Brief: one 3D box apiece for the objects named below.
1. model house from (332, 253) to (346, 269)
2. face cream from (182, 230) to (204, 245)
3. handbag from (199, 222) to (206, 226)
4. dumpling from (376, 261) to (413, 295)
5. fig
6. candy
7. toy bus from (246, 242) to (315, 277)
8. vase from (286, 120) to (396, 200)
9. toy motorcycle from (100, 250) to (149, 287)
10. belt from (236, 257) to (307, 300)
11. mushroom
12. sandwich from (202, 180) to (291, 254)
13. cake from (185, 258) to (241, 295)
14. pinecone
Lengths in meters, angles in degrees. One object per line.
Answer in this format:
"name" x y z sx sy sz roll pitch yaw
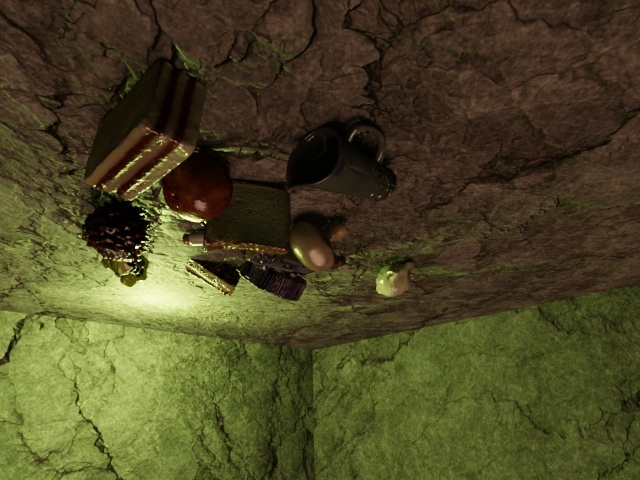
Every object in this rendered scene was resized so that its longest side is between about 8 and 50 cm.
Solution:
"model house" 0.068 0.096 1.984 0.057 0.058 0.083 -18 152 33
"face cream" -0.429 -0.009 1.712 0.182 0.051 0.072 -3 161 7
"handbag" -0.281 -0.064 1.511 0.255 0.088 0.211 2 177 -15
"dumpling" 0.357 0.172 2.101 0.193 0.147 0.258 -27 159 -21
"fig" -0.324 -0.152 1.235 0.205 0.205 0.205 -1 157 -1
"candy" -0.395 -0.235 1.018 0.321 0.179 0.135 -22 148 38
"toy bus" -0.135 0.057 1.776 0.097 0.137 0.343 -26 149 35
"vase" 0.087 -0.196 1.211 0.301 0.156 0.251 14 127 -45
"toy motorcycle" -0.781 0.084 1.809 0.206 0.142 0.342 36 160 10
"belt" -0.195 0.159 1.931 0.260 0.122 0.325 27 -178 28
"mushroom" -0.018 -0.001 1.635 0.207 0.209 0.206 24 175 2
"sandwich" -0.218 -0.066 1.366 0.251 0.226 0.087 5 159 -12
"cake" -0.477 0.132 2.064 0.246 0.135 0.112 33 137 -6
"pinecone" -0.643 -0.034 1.457 0.222 0.221 0.221 -1 157 -1
